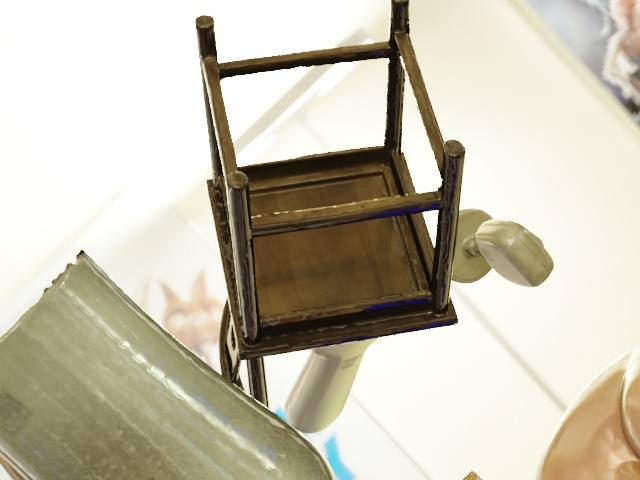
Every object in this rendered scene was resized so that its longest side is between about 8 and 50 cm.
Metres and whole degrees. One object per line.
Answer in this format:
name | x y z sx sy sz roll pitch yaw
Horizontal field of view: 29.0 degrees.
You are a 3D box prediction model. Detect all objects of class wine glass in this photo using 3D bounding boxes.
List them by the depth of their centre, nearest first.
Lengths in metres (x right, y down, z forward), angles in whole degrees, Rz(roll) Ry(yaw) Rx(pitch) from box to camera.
wine glass | -0.048 0.114 0.530 0.103 0.231 0.103 -44 7 7

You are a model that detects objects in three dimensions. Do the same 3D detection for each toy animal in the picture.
toy animal | 0.275 0.159 0.979 0.250 0.166 0.154 -53 42 21

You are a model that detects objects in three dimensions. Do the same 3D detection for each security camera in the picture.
security camera | 0.122 0.006 0.836 0.058 0.058 0.092 -43 23 -17

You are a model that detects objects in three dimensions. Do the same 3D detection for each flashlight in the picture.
flashlight | 0.010 0.111 1.153 0.093 0.047 0.200 -17 -33 -29

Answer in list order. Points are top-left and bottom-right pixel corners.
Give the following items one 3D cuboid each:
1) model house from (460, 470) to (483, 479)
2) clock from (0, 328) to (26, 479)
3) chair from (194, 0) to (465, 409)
model house | 0.215 0.364 1.624 0.088 0.100 0.100 -51 -39 10
clock | -0.209 0.166 0.994 0.071 0.192 0.147 -37 -1 -26
chair | 0.000 0.000 0.759 0.141 0.155 0.260 -8 -39 -6
